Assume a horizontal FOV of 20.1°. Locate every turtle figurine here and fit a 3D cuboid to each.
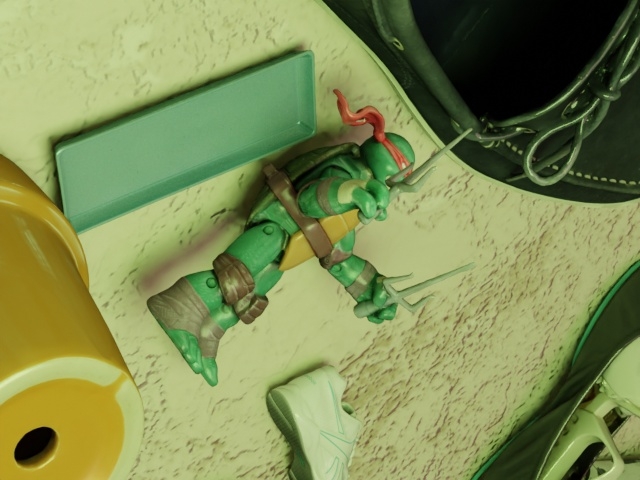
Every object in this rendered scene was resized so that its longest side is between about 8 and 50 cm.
[{"bbox_3d":[0.000,0.000,1.190,0.234,0.118,0.175,-36,149,-2],"label":"turtle figurine"}]

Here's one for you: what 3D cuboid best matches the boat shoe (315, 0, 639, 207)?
[{"bbox_3d":[0.141,-0.135,1.191,0.187,0.156,0.500,-54,139,2],"label":"boat shoe"}]

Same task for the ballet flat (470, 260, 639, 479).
[{"bbox_3d":[0.237,0.148,1.509,0.095,0.096,0.280,30,97,-47],"label":"ballet flat"}]

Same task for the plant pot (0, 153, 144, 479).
[{"bbox_3d":[-0.200,0.073,1.022,0.205,0.188,0.205,-22,131,-28],"label":"plant pot"}]

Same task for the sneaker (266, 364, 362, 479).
[{"bbox_3d":[0.007,0.158,1.355,0.061,0.054,0.152,-32,134,-23],"label":"sneaker"}]

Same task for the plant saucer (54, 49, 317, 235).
[{"bbox_3d":[-0.084,-0.065,1.146,0.192,0.018,0.067,-24,132,-27],"label":"plant saucer"}]

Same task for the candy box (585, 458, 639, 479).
[{"bbox_3d":[0.303,0.313,1.668,0.159,0.071,0.233,0,120,-21],"label":"candy box"}]
